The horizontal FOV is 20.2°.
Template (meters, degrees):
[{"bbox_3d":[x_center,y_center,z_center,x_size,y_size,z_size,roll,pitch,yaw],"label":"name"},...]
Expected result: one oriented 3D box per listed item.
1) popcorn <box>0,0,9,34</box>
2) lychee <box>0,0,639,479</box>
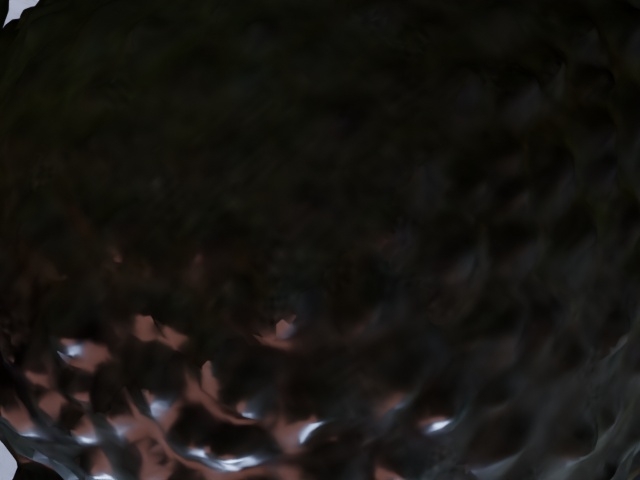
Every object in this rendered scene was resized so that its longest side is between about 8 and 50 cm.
[{"bbox_3d":[-0.238,-0.112,0.570,0.276,0.225,0.276,-20,168,-4],"label":"popcorn"},{"bbox_3d":[0.000,0.000,0.581,0.255,0.274,0.255,38,177,3],"label":"lychee"}]
